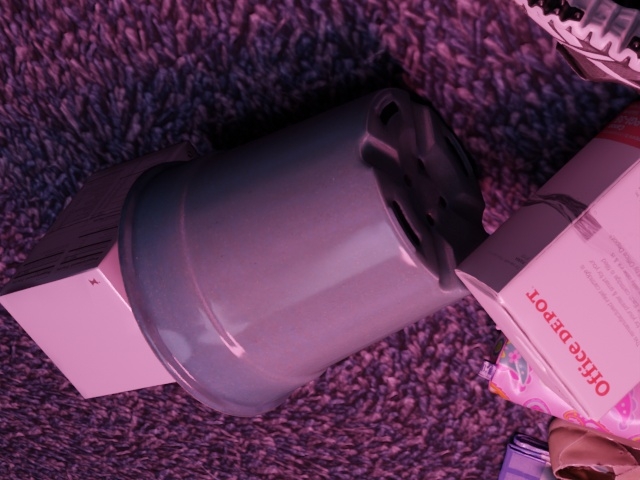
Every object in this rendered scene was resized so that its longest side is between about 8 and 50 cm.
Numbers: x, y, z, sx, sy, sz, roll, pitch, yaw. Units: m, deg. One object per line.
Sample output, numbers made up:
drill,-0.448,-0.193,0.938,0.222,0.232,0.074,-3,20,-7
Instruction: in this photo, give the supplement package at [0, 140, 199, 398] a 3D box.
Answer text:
supplement package,-0.247,0.040,1.595,0.198,0.262,0.199,-14,123,35

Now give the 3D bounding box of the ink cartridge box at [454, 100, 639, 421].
ink cartridge box,0.317,0.020,1.286,0.207,0.283,0.117,50,175,-23

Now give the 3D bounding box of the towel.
towel,0.404,0.397,1.786,0.285,0.034,0.209,18,138,13

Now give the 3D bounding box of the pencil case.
pencil case,0.355,0.179,1.538,0.284,0.124,0.124,19,136,12

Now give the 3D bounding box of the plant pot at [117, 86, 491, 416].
plant pot,0.000,0.000,1.415,0.334,0.341,0.341,-24,118,31

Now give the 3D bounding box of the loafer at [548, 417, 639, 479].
loafer,0.439,0.328,1.649,0.269,0.092,0.102,16,149,17

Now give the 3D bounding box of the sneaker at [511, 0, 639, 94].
sneaker,0.270,-0.218,1.229,0.234,0.078,0.106,32,158,11
